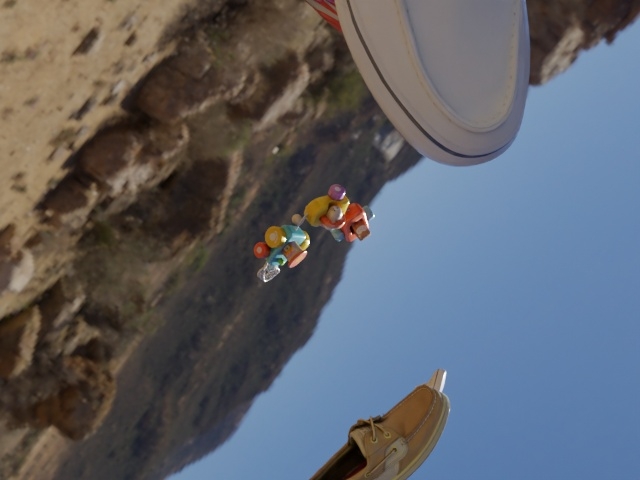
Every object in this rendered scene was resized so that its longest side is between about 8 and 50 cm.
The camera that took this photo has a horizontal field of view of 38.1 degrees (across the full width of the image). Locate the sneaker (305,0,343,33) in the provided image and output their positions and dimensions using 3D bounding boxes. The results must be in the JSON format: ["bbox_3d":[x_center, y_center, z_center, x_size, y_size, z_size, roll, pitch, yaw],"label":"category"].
[{"bbox_3d":[-0.051,-0.222,0.675,0.107,0.279,0.118,-12,-134,56],"label":"sneaker"}]

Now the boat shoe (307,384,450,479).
[{"bbox_3d":[0.039,0.154,0.674,0.135,0.045,0.050,-47,-156,-10],"label":"boat shoe"}]

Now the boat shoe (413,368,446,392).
[{"bbox_3d":[0.131,0.200,1.175,0.035,0.035,0.100,-53,161,-54],"label":"boat shoe"}]

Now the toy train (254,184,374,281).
[{"bbox_3d":[0.000,0.000,1.123,0.166,0.046,0.125,-32,151,-13],"label":"toy train"}]

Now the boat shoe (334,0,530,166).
[{"bbox_3d":[0.044,-0.140,0.384,0.083,0.226,0.076,-19,-172,-14],"label":"boat shoe"}]
